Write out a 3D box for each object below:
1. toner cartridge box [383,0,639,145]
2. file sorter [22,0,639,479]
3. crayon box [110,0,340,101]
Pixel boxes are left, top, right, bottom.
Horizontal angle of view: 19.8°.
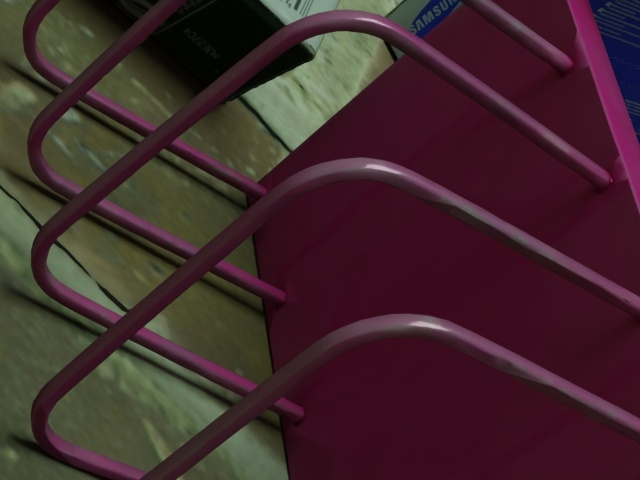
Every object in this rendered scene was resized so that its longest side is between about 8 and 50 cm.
[{"bbox_3d":[0.204,-0.139,1.245,0.348,0.165,0.075,7,51,-56],"label":"toner cartridge box"},{"bbox_3d":[0.000,0.000,0.721,0.182,0.202,0.291,28,36,-35],"label":"file sorter"},{"bbox_3d":[-0.043,-0.256,0.963,0.202,0.081,0.318,41,52,-24],"label":"crayon box"}]
